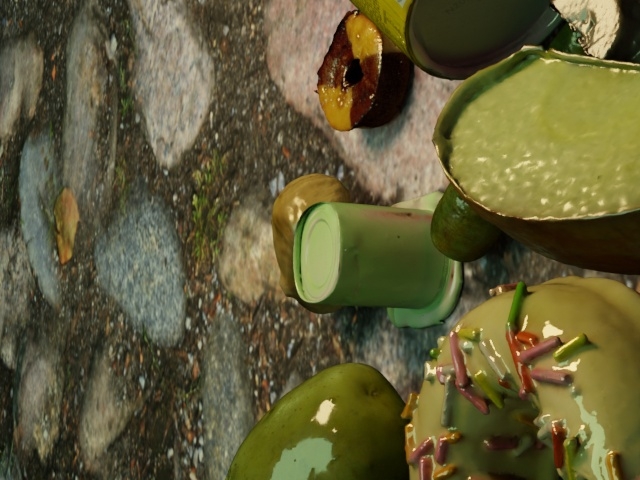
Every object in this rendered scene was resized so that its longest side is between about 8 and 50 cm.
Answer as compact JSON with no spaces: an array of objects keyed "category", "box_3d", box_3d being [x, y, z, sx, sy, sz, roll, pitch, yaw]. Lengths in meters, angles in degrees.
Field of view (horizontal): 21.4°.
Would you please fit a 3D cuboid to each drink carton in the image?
[{"category":"drink carton","box_3d":[0.056,0.018,1.824,0.144,0.142,0.146,-16,71,59]}]

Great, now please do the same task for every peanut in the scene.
[{"category":"peanut","box_3d":[0.000,0.000,1.946,0.140,0.109,0.159,-128,30,-59]}]

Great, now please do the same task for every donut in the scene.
[{"category":"donut","box_3d":[0.051,-0.192,1.938,0.140,0.059,0.140,-12,76,59]},{"category":"donut","box_3d":[0.200,0.188,1.537,0.371,0.150,0.307,-56,41,43]}]

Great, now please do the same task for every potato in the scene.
[{"category":"potato","box_3d":[-0.001,0.278,1.837,0.216,0.216,0.304,62,141,43]}]

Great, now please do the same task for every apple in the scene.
[{"category":"apple","box_3d":[0.253,-0.058,1.341,0.346,0.254,0.179,15,115,49]}]

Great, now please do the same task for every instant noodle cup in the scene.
[{"category":"instant noodle cup","box_3d":[0.126,-0.296,1.641,0.200,0.264,0.264,55,134,36]}]

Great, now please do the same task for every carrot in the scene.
[{"category":"carrot","box_3d":[0.206,-0.117,1.644,0.358,0.074,0.074,-60,38,37]}]

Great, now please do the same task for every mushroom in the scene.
[{"category":"mushroom","box_3d":[0.288,-0.192,1.444,0.117,0.141,0.188,-49,46,16]}]
